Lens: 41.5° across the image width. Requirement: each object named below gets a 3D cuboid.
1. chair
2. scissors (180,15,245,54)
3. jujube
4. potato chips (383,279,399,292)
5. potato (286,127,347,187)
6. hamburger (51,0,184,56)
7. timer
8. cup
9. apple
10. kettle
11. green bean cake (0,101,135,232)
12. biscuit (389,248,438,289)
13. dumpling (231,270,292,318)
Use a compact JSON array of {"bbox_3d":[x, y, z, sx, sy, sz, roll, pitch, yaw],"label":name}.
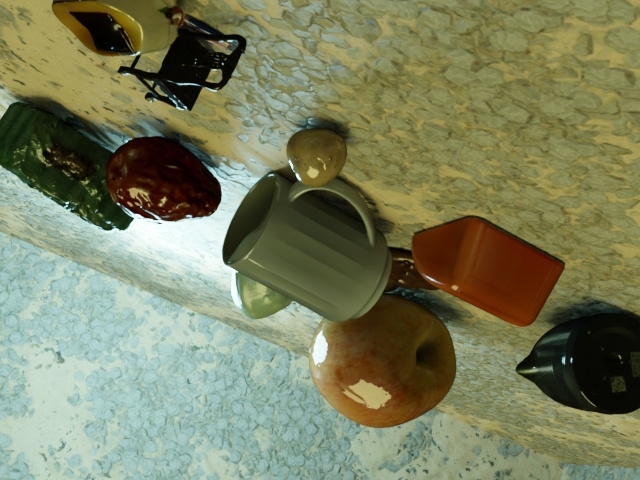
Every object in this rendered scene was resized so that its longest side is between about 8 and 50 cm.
[{"bbox_3d":[-0.204,-0.276,1.370,0.229,0.106,0.113,17,167,28],"label":"chair"},{"bbox_3d":[-0.174,-0.331,1.376,0.113,0.012,0.039,25,162,-14],"label":"scissors"},{"bbox_3d":[-0.343,-0.128,1.879,0.197,0.197,0.290,7,173,35],"label":"jujube"},{"bbox_3d":[0.122,0.101,2.266,0.150,0.049,0.201,8,165,46],"label":"potato chips"},{"bbox_3d":[-0.007,-0.154,1.572,0.112,0.112,0.147,25,168,-15],"label":"potato"},{"bbox_3d":[-0.313,-0.358,1.298,0.210,0.116,0.173,9,151,42],"label":"hamburger"},{"bbox_3d":[0.344,0.064,1.840,0.257,0.161,0.250,26,176,-19],"label":"timer"},{"bbox_3d":[0.000,0.000,1.864,0.326,0.237,0.323,29,130,-23],"label":"cup"},{"bbox_3d":[0.181,0.328,2.348,0.391,0.391,0.346,31,145,-31],"label":"apple"},{"bbox_3d":[0.664,0.291,2.042,0.320,0.228,0.324,-8,173,-15],"label":"kettle"},{"bbox_3d":[-0.586,-0.165,1.969,0.300,0.169,0.308,22,166,37],"label":"green bean cake"},{"bbox_3d":[0.224,0.076,2.101,0.212,0.036,0.212,17,162,6],"label":"biscuit"},{"bbox_3d":[-0.132,0.078,2.254,0.212,0.270,0.320,48,-174,-1],"label":"dumpling"}]
